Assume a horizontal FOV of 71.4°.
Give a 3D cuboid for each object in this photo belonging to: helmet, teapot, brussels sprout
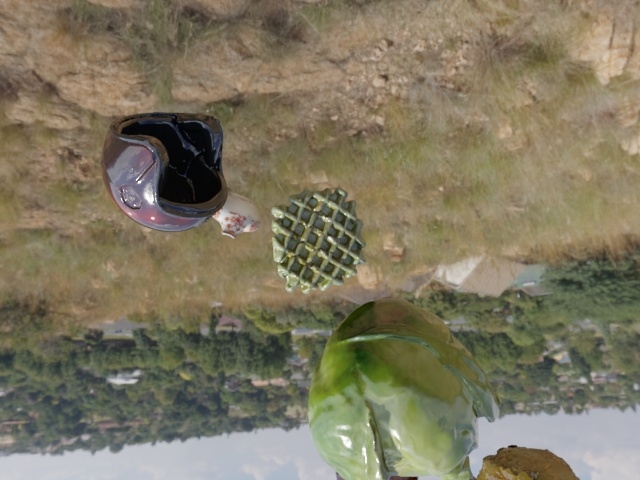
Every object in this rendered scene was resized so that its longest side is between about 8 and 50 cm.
[{"bbox_3d":[-0.257,-0.116,0.743,0.193,0.216,0.189,-38,-174,34],"label":"helmet"},{"bbox_3d":[-0.256,-0.084,1.350,0.159,0.116,0.245,12,-170,-5],"label":"teapot"},{"bbox_3d":[0.171,0.315,0.990,0.342,0.361,0.425,-6,-158,47],"label":"brussels sprout"}]

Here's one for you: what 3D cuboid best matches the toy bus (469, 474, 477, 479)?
[{"bbox_3d":[0.387,0.618,1.062,0.081,0.074,0.226,36,171,-12],"label":"toy bus"}]

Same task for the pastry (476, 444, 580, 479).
[{"bbox_3d":[0.242,0.314,0.504,0.081,0.153,0.153,-5,162,-34],"label":"pastry"}]

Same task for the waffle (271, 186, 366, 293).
[{"bbox_3d":[0.000,0.000,1.305,0.291,0.309,0.056,-14,-168,-17],"label":"waffle"}]

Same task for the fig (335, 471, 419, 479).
[{"bbox_3d":[0.154,0.618,1.114,0.203,0.250,0.186,-17,-171,-1],"label":"fig"}]
